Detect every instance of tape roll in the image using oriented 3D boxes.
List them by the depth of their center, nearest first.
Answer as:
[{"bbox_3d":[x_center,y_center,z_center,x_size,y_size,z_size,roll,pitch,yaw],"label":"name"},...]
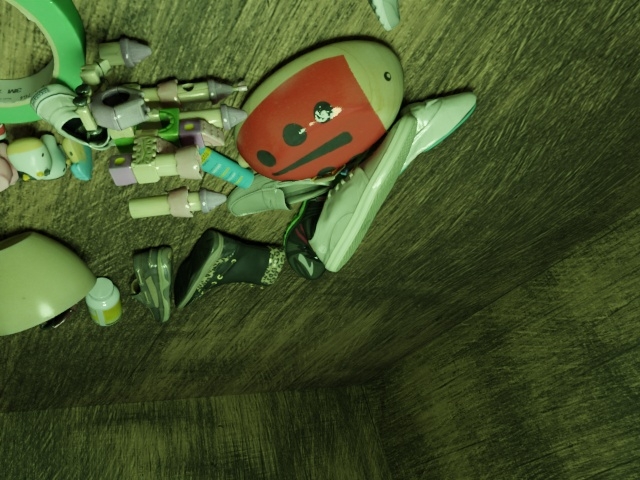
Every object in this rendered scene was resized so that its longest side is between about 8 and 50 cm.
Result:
[{"bbox_3d":[-0.580,-0.347,0.788,0.321,0.077,0.321,-11,148,-7],"label":"tape roll"}]

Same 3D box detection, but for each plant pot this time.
[{"bbox_3d":[-0.782,0.089,1.228,0.284,0.284,0.190,-18,113,2],"label":"plant pot"}]

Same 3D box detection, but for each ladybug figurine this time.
[{"bbox_3d":[-0.002,-0.272,1.083,0.449,0.161,0.305,-28,146,18],"label":"ladybug figurine"}]

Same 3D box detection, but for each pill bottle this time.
[{"bbox_3d":[-0.722,0.202,1.539,0.103,0.103,0.184,-3,146,-20],"label":"pill bottle"}]

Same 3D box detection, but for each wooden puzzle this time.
[{"bbox_3d":[0.021,-0.172,1.173,0.116,0.078,0.014,-11,121,30],"label":"wooden puzzle"}]

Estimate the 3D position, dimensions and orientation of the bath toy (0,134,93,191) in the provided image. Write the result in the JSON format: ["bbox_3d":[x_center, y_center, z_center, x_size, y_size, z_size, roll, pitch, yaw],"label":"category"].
[{"bbox_3d":[-0.671,-0.146,0.980,0.348,0.129,0.151,-13,167,-3],"label":"bath toy"}]

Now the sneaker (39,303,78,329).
[{"bbox_3d":[-0.884,0.205,1.413,0.281,0.162,0.106,-12,148,-8],"label":"sneaker"}]

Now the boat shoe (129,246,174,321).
[{"bbox_3d":[-0.557,0.145,1.528,0.130,0.132,0.355,5,135,-14],"label":"boat shoe"}]

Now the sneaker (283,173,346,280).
[{"bbox_3d":[0.000,0.000,1.463,0.185,0.202,0.482,-4,146,-17],"label":"sneaker"}]

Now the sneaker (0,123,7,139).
[{"bbox_3d":[-0.709,-0.235,0.930,0.119,0.042,0.067,-8,152,-27],"label":"sneaker"}]

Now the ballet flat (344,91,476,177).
[{"bbox_3d":[0.222,-0.271,1.218,0.400,0.139,0.139,-41,141,18],"label":"ballet flat"}]

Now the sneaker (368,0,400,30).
[{"bbox_3d":[0.128,-0.511,0.828,0.115,0.105,0.281,-19,147,4],"label":"sneaker"}]

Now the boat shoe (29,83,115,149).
[{"bbox_3d":[-0.448,-0.226,0.926,0.096,0.088,0.267,-40,174,1],"label":"boat shoe"}]

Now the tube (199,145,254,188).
[{"bbox_3d":[-0.269,-0.197,1.193,0.207,0.052,0.080,24,124,-38],"label":"tube"}]

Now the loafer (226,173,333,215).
[{"bbox_3d":[-0.115,-0.134,1.286,0.320,0.111,0.112,-22,147,14],"label":"loafer"}]

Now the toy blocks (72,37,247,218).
[{"bbox_3d":[-0.270,-0.235,0.908,0.260,0.288,0.309,-7,145,-5],"label":"toy blocks"}]

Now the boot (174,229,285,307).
[{"bbox_3d":[-0.318,0.118,1.573,0.284,0.138,0.377,10,134,-35],"label":"boot"}]

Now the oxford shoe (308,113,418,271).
[{"bbox_3d":[0.095,-0.121,1.161,0.449,0.130,0.169,-60,164,26],"label":"oxford shoe"}]
